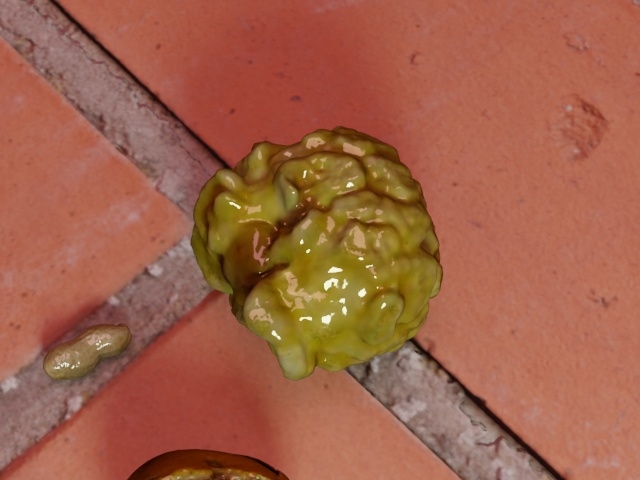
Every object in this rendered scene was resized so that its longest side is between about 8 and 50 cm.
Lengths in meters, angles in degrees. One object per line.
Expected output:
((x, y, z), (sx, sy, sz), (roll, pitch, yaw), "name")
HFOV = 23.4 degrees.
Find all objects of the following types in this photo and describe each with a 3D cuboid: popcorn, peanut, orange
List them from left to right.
((-0.206, 0.096, 1.361), (0.083, 0.037, 0.037), (-30, 65, -15), "peanut")
((-0.089, 0.235, 1.228), (0.156, 0.134, 0.156), (1, 16, 0), "orange")
((-0.008, 0.007, 1.336), (0.235, 0.181, 0.217), (39, 67, 21), "popcorn")
